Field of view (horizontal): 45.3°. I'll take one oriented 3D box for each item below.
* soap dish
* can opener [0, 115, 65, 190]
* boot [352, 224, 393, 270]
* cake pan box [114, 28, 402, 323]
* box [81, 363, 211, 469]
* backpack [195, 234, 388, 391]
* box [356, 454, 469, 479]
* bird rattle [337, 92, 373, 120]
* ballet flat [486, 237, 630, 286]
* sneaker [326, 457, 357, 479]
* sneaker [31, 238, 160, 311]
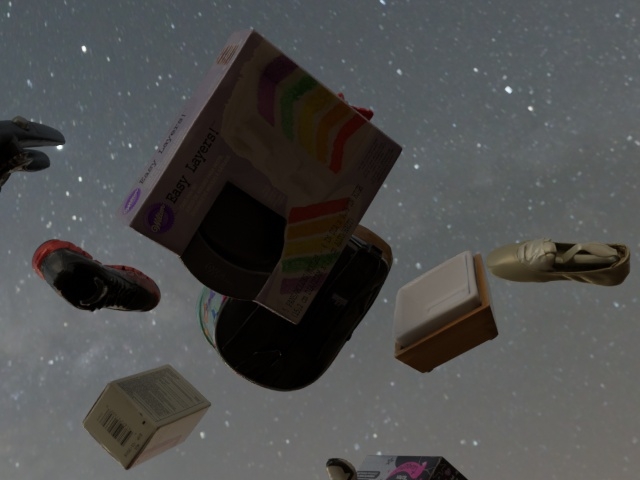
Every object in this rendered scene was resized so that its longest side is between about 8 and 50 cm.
[{"bbox_3d":[0.277,0.156,1.694,0.229,0.291,0.118,-32,-77,17],"label":"soap dish"},{"bbox_3d":[-0.250,-0.078,0.627,0.073,0.186,0.059,44,-81,-3],"label":"can opener"},{"bbox_3d":[0.000,0.000,1.517,0.115,0.305,0.112,-56,-13,-26],"label":"boot"},{"bbox_3d":[-0.066,-0.064,0.888,0.246,0.070,0.267,35,-95,-27],"label":"cake pan box"},{"bbox_3d":[-0.375,0.378,1.675,0.127,0.148,0.232,-55,-17,12],"label":"box"},{"bbox_3d":[-0.056,0.081,1.122,0.225,0.191,0.253,32,-96,-29],"label":"backpack"},{"bbox_3d":[0.139,0.449,1.244,0.142,0.247,0.163,43,-117,-11],"label":"box"},{"bbox_3d":[-0.021,-0.206,1.564,0.253,0.143,0.207,-13,-43,-57],"label":"bird rattle"},{"bbox_3d":[0.417,0.029,1.333,0.248,0.086,0.086,2,-53,-1],"label":"ballet flat"},{"bbox_3d":[0.035,0.362,1.115,0.040,0.044,0.109,-12,-65,27],"label":"sneaker"},{"bbox_3d":[-0.420,0.093,1.492,0.276,0.135,0.097,29,-83,-41],"label":"sneaker"}]
